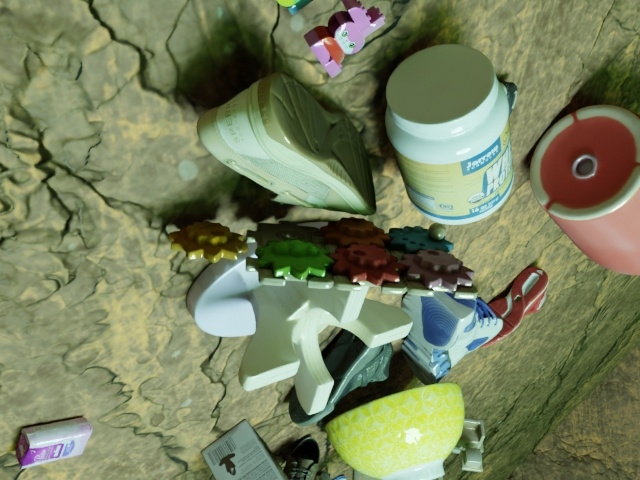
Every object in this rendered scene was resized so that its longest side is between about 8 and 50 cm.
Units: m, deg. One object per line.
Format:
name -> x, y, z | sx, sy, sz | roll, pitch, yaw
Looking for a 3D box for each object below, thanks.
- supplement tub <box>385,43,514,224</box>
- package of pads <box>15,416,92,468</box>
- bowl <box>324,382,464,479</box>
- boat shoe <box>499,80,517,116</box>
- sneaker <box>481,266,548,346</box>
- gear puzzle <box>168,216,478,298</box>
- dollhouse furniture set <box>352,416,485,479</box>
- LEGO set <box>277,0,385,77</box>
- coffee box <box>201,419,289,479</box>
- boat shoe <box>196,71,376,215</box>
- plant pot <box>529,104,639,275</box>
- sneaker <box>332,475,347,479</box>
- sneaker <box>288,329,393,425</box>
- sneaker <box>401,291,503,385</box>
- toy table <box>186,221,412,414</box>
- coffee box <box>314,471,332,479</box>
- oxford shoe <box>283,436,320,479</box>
supplement tub -> 0.161, -0.126, 0.769 | 0.144, 0.144, 0.199 | -39, 145, -5
package of pads -> -0.340, 0.257, 0.792 | 0.083, 0.032, 0.050 | 2, 123, -45
bowl -> 0.167, 0.408, 1.242 | 0.289, 0.156, 0.289 | -14, 156, -7
boat shoe -> 0.250, -0.170, 0.897 | 0.038, 0.046, 0.125 | -12, 127, -29
sneaker -> 0.436, 0.170, 1.396 | 0.221, 0.087, 0.128 | -43, 144, 3
gear puzzle -> 0.000, 0.000, 0.709 | 0.339, 0.175, 0.044 | 5, 112, -8
dollhouse furniture set -> 0.214, 0.575, 1.366 | 0.303, 0.355, 0.173 | 6, 132, 1
LEGO set -> -0.015, -0.254, 0.512 | 0.093, 0.087, 0.227 | -32, 147, 12
coffee box -> -0.087, 0.447, 1.046 | 0.098, 0.246, 0.141 | -34, 144, -11
boat shoe -> -0.020, -0.088, 0.688 | 0.098, 0.109, 0.302 | -15, 165, 22
plant pot -> 0.501, -0.093, 1.051 | 0.243, 0.275, 0.275 | 18, 114, -41
sneaker -> 0.017, 0.630, 1.503 | 0.135, 0.058, 0.052 | -32, 143, -13
sneaker -> 0.047, 0.246, 1.102 | 0.227, 0.087, 0.130 | -52, 138, 4
sneaker -> 0.258, 0.144, 1.182 | 0.182, 0.127, 0.315 | -33, 151, -19
toy table -> -0.017, 0.092, 0.816 | 0.274, 0.161, 0.252 | -22, 140, -24
coffee box -> -0.094, 0.605, 1.317 | 0.297, 0.119, 0.168 | 18, 115, -51
oxford shoe -> -0.051, 0.463, 1.179 | 0.227, 0.083, 0.096 | -70, 176, -62
